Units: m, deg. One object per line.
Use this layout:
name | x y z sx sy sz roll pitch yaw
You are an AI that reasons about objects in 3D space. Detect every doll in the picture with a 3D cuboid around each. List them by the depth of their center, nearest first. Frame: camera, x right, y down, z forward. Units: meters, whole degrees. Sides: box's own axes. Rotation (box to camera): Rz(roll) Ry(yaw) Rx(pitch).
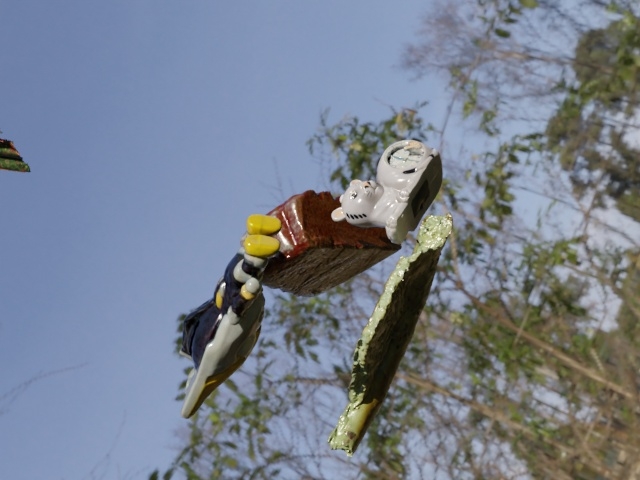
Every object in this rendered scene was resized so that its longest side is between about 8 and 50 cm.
doll | -0.131 0.104 1.152 0.103 0.145 0.316 2 -52 -32

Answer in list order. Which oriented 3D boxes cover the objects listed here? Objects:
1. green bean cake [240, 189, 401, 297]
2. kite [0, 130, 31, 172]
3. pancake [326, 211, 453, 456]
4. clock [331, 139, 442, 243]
green bean cake | 0.000 0.000 1.276 0.198 0.097 0.232 -33 -24 20
kite | -0.313 -0.127 0.583 0.241 0.183 0.014 58 -165 -23
pancake | 0.098 0.131 1.146 0.197 0.054 0.377 -11 -58 -66
clock | 0.101 -0.081 1.217 0.176 0.117 0.080 -54 -34 -30
